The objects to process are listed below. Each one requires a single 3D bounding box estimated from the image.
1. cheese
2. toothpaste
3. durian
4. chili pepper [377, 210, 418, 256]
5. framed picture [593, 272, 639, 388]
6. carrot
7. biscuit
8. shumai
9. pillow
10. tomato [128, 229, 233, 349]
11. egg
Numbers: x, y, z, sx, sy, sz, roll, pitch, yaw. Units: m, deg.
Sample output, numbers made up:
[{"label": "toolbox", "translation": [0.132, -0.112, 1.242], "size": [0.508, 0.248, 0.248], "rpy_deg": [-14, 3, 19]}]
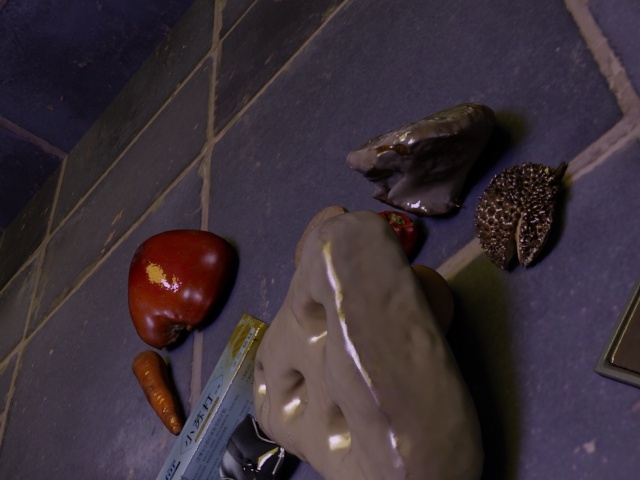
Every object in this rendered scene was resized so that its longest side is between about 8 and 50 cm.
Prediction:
[{"label": "cheese", "translation": [0.038, 0.191, 0.996], "size": [0.351, 0.129, 0.328], "rpy_deg": [114, 141, -48]}, {"label": "toothpaste", "translation": [-0.140, 0.258, 1.296], "size": [0.313, 0.071, 0.089], "rpy_deg": [-62, 24, -5]}, {"label": "durian", "translation": [0.215, -0.042, 1.013], "size": [0.140, 0.071, 0.110], "rpy_deg": [-56, 28, -4]}, {"label": "chili pepper", "translation": [0.072, 0.018, 1.185], "size": [0.123, 0.070, 0.073], "rpy_deg": [-53, -15, 19]}, {"label": "framed picture", "translation": [0.357, 0.054, 0.745], "size": [0.265, 0.018, 0.192], "rpy_deg": [15, 76, 62]}, {"label": "carrot", "translation": [-0.253, 0.255, 1.503], "size": [0.057, 0.057, 0.224], "rpy_deg": [-56, 33, 6]}, {"label": "biscuit", "translation": [0.000, 0.000, 1.370], "size": [0.120, 0.015, 0.120], "rpy_deg": [-39, 34, 33]}, {"label": "shumai", "translation": [0.130, -0.091, 1.144], "size": [0.201, 0.120, 0.201], "rpy_deg": [-19, 5, 2]}, {"label": "pillow", "translation": [-0.087, 0.287, 1.198], "size": [0.135, 0.055, 0.091], "rpy_deg": [-161, 69, -64]}, {"label": "tomato", "translation": [-0.262, 0.066, 1.598], "size": [0.233, 0.139, 0.200], "rpy_deg": [-39, 28, 33]}, {"label": "egg", "translation": [0.113, 0.075, 1.050], "size": [0.080, 0.080, 0.096], "rpy_deg": [-49, 35, 17]}]
